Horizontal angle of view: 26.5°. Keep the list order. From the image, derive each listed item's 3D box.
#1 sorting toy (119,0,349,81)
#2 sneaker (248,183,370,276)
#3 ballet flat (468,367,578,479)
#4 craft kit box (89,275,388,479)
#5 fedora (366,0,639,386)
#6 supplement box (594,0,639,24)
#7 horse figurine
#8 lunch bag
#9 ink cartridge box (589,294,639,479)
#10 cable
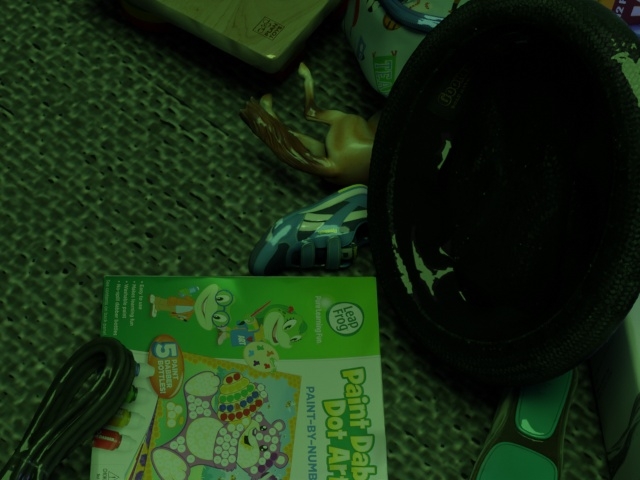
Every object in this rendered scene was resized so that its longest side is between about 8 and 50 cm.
[{"bbox_3d":[-0.084,-0.293,1.427,0.255,0.089,0.257,29,59,16],"label":"sorting toy"},{"bbox_3d":[0.000,0.000,1.259,0.144,0.053,0.059,-28,64,-20],"label":"sneaker"},{"bbox_3d":[0.168,0.182,1.135,0.072,0.068,0.213,23,49,6],"label":"ballet flat"},{"bbox_3d":[-0.069,0.146,1.156,0.246,0.061,0.250,1,56,-6],"label":"craft kit box"},{"bbox_3d":[0.193,-0.045,1.160,0.152,0.334,0.334,-2,49,-45],"label":"fedora"},{"bbox_3d":[0.263,-0.298,1.274,0.191,0.129,0.194,-10,35,-38],"label":"supplement box"},{"bbox_3d":[0.052,-0.119,1.334,0.263,0.066,0.174,-21,57,-24],"label":"horse figurine"},{"bbox_3d":[0.168,-0.208,1.322,0.303,0.115,0.243,6,30,-13],"label":"lunch bag"},{"bbox_3d":[0.355,0.180,1.120,0.211,0.121,0.289,-2,56,-5],"label":"ink cartridge box"},{"bbox_3d":[-0.235,0.211,1.086,0.139,0.072,0.287,-7,45,38],"label":"cable"}]
